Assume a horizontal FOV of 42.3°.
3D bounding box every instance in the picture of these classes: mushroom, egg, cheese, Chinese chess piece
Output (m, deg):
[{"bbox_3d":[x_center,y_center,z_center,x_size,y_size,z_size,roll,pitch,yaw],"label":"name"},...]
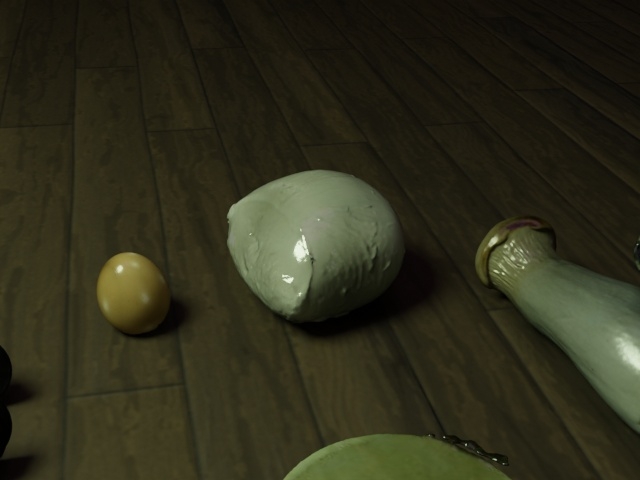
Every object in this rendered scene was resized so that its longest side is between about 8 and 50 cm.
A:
[{"bbox_3d":[0.304,0.088,0.907,0.159,0.122,0.329,28,12,-40],"label":"mushroom"},{"bbox_3d":[-0.209,0.055,0.917,0.080,0.096,0.080,-11,33,7],"label":"egg"},{"bbox_3d":[0.000,0.000,0.972,0.189,0.154,0.198,-7,31,-26],"label":"cheese"},{"bbox_3d":[0.064,0.248,0.617,0.237,0.092,0.238,1,30,-1],"label":"Chinese chess piece"}]

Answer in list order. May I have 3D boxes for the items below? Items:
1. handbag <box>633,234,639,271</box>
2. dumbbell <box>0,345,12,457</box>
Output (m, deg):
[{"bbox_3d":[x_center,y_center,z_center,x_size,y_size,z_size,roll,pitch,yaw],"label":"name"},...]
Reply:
[{"bbox_3d":[0.478,0.112,0.733,0.325,0.162,0.327,26,33,-12],"label":"handbag"},{"bbox_3d":[-0.331,0.145,0.751,0.099,0.099,0.208,-8,33,-17],"label":"dumbbell"}]
